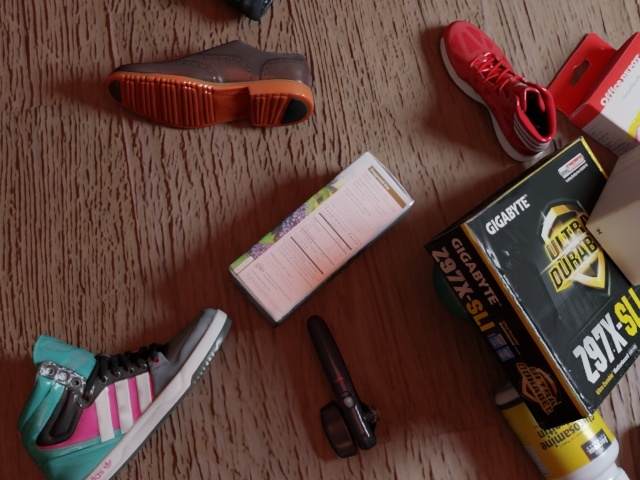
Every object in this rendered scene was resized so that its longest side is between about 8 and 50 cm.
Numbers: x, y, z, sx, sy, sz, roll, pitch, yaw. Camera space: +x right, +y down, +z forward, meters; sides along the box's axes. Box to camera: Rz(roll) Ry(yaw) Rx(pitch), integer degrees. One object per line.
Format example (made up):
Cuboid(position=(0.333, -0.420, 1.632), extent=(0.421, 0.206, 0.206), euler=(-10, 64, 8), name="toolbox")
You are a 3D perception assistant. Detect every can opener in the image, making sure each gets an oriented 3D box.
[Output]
Cuboid(position=(0.024, 0.183, 1.209), extent=(0.073, 0.059, 0.186), euler=(-18, 83, -7), name="can opener")

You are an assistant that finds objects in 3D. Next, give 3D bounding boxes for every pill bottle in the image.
Cuboid(position=(0.311, 0.249, 1.201), extent=(0.103, 0.103, 0.184), euler=(-33, 85, -9), name="pill bottle")

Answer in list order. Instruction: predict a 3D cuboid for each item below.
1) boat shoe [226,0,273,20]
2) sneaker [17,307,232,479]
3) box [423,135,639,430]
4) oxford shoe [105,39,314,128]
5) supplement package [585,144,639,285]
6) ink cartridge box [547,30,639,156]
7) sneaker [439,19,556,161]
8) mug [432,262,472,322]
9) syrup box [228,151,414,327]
Cuboid(position=(0.001, -0.424, 1.276), extent=(0.340, 0.127, 0.113), euler=(-40, 87, -8), name="boat shoe")
Cuboid(position=(-0.262, 0.160, 1.162), extent=(0.178, 0.124, 0.295), euler=(42, 81, -7), name="sneaker")
Cuboid(position=(0.298, 0.040, 1.157), extent=(0.322, 0.079, 0.257), euler=(-31, 90, -45), name="box")
Cuboid(position=(-0.146, -0.212, 1.256), extent=(0.271, 0.097, 0.098), euler=(4, 60, -9), name="oxford shoe")
Cuboid(position=(0.425, -0.047, 1.184), extent=(0.105, 0.105, 0.179), euler=(50, 45, -10), name="supplement package")
Cuboid(position=(0.442, -0.187, 1.298), extent=(0.231, 0.078, 0.134), euler=(37, 79, 2), name="ink cartridge box")
Cuboid(position=(0.248, -0.217, 1.261), extent=(0.087, 0.128, 0.221), euler=(-36, 87, -11), name="sneaker")
Cuboid(position=(0.220, 0.027, 1.233), extent=(0.129, 0.097, 0.157), euler=(8, 80, -4), name="mug")
Cuboid(position=(0.000, 0.000, 1.220), extent=(0.237, 0.093, 0.096), euler=(-41, 86, -10), name="syrup box")
